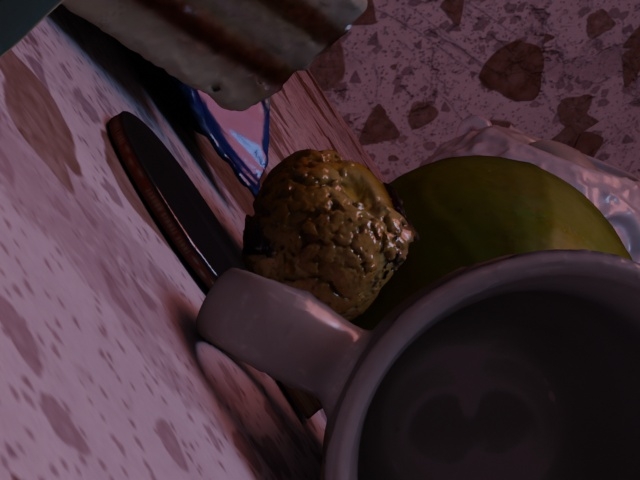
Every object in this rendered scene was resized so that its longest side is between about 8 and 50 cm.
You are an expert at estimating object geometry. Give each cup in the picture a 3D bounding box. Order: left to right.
[{"bbox_3d":[0.066,0.102,0.994,0.301,0.227,0.257,27,-5,-6],"label":"cup"}]

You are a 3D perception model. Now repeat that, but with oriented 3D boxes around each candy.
[{"bbox_3d":[-0.115,-0.223,1.180,0.320,0.135,0.179,28,27,-55],"label":"candy"},{"bbox_3d":[-0.107,-0.169,1.459,0.187,0.077,0.331,53,9,-22],"label":"candy"}]

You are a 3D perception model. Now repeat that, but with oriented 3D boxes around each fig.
[{"bbox_3d":[0.122,0.058,1.313,0.239,0.239,0.271,57,0,-6],"label":"fig"}]

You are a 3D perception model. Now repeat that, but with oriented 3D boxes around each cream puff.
[{"bbox_3d":[0.000,0.000,1.240,0.104,0.119,0.133,26,3,-30],"label":"cream puff"}]

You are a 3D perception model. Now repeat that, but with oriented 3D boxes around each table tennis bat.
[{"bbox_3d":[-0.062,0.014,1.098,0.220,0.019,0.130,56,6,-1],"label":"table tennis bat"}]

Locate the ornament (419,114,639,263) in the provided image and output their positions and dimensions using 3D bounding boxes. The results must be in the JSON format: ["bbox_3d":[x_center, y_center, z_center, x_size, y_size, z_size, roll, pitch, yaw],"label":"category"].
[{"bbox_3d":[0.240,0.032,2.133,0.337,0.337,0.337,56,5,-8],"label":"ornament"}]

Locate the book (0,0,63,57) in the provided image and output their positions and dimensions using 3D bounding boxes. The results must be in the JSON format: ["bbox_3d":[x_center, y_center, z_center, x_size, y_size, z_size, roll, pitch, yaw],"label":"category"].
[{"bbox_3d":[-0.169,-0.282,0.704,0.031,0.264,0.379,1,-49,56],"label":"book"}]
